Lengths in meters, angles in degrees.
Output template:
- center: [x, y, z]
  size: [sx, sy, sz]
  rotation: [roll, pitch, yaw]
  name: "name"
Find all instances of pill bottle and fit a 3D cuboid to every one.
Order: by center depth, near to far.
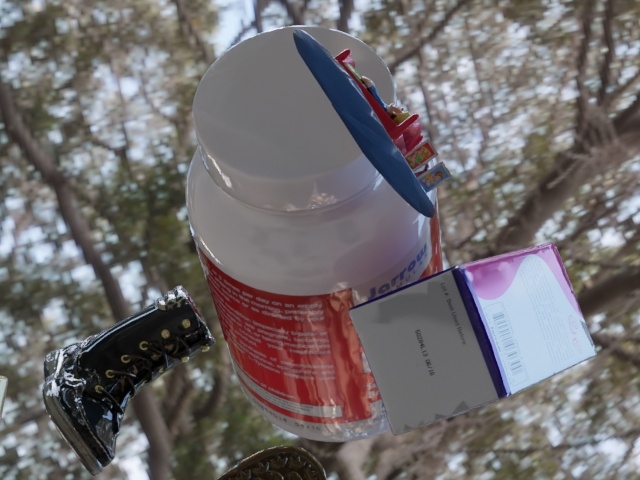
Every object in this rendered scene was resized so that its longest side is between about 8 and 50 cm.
- center: [0.000, 0.000, 1.423]
  size: [0.229, 0.229, 0.408]
  rotation: [33, -25, 27]
  name: "pill bottle"

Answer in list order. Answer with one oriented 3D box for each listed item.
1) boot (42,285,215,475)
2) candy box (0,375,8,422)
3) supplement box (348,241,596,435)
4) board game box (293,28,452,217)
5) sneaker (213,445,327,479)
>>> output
- center: [-0.197, 0.138, 1.591]
  size: [0.085, 0.178, 0.236]
  rotation: [61, -2, -23]
  name: "boot"
- center: [-0.350, 0.084, 0.821]
  size: [0.183, 0.316, 0.088]
  rotation: [6, -97, 36]
  name: "candy box"
- center: [0.134, 0.078, 1.282]
  size: [0.114, 0.220, 0.111]
  rotation: [-23, -97, 30]
  name: "supplement box"
- center: [0.042, -0.094, 1.104]
  size: [0.169, 0.033, 0.133]
  rotation: [56, -6, -25]
  name: "board game box"
- center: [-0.079, 0.194, 0.861]
  size: [0.064, 0.192, 0.086]
  rotation: [46, -32, -5]
  name: "sneaker"
